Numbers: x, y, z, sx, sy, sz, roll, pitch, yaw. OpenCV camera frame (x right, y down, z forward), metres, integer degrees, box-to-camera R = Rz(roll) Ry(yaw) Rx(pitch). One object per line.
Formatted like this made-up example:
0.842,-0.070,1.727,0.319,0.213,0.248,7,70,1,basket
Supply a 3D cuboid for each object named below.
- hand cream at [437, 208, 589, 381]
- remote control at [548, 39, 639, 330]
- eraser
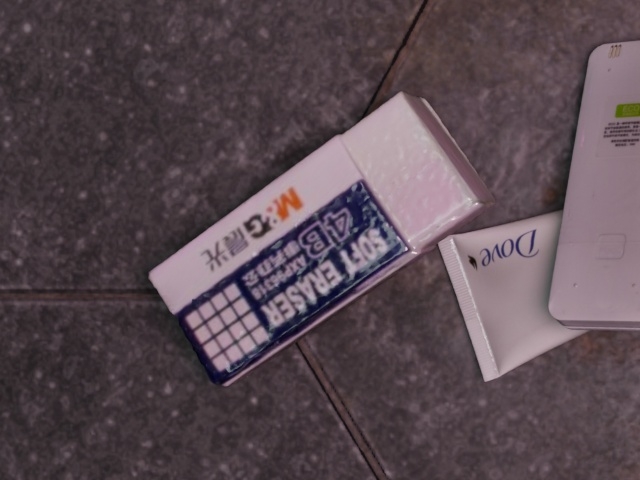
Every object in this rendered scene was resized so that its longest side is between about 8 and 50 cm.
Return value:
0.227,0.017,1.297,0.248,0.083,0.133,-23,79,22,hand cream
0.252,-0.048,1.238,0.103,0.034,0.250,-2,68,36,remote control
0.000,0.000,1.336,0.287,0.086,0.130,-36,80,14,eraser
